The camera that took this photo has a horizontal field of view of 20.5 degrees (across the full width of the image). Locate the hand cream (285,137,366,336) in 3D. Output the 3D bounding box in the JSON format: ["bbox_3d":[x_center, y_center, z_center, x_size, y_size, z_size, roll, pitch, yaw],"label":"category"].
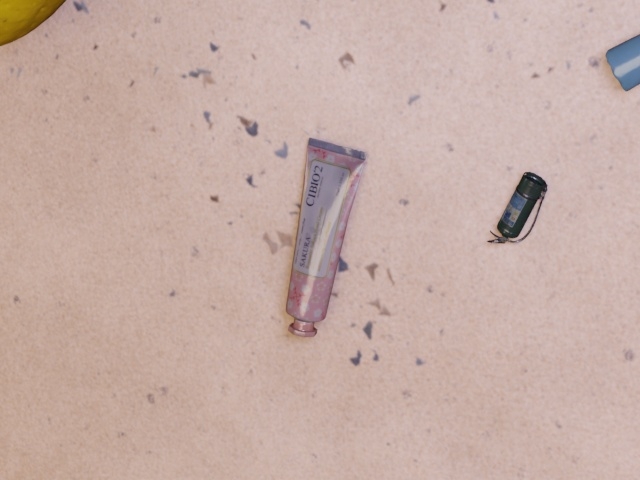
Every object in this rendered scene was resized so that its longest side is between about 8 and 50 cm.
[{"bbox_3d":[0.000,0.000,1.859,0.067,0.043,0.209,16,107,22],"label":"hand cream"}]

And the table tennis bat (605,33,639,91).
[{"bbox_3d":[0.405,-0.228,1.581,0.329,0.044,0.215,-29,92,28],"label":"table tennis bat"}]

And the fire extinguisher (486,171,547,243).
[{"bbox_3d":[0.198,-0.026,1.757,0.038,0.025,0.083,23,117,-6],"label":"fire extinguisher"}]

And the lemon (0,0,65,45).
[{"bbox_3d":[-0.350,-0.334,1.813,0.260,0.260,0.284,41,139,11],"label":"lemon"}]
